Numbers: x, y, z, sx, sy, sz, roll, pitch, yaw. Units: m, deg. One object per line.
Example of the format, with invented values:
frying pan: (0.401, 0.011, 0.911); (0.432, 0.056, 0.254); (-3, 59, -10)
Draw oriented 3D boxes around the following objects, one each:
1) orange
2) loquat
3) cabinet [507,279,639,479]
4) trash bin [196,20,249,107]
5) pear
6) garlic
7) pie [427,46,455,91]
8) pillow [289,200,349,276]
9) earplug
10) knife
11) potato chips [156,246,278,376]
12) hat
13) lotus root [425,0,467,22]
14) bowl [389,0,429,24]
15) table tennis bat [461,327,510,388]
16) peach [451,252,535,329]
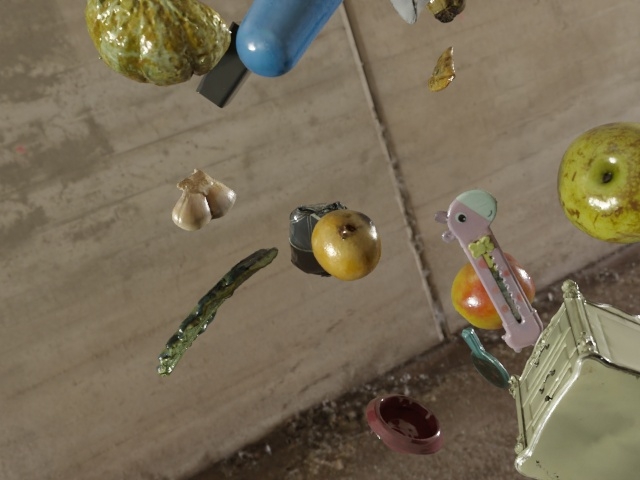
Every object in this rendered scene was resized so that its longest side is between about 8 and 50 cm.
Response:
orange: (-0.424, -0.508, 1.777); (0.368, 0.271, 0.210); (12, 62, 2)
loquat: (0.053, 0.009, 1.435); (0.163, 0.163, 0.137); (4, 54, 57)
cabinet: (0.534, 0.291, 1.389); (0.227, 0.290, 0.318); (21, 25, 2)
trash bin: (-0.252, -0.508, 2.040); (0.225, 0.115, 0.165); (-55, 8, 16)
pear: (0.647, -0.120, 1.498); (0.283, 0.284, 0.283); (-18, 14, 5)
garlic: (-0.288, -0.090, 1.695); (0.174, 0.124, 0.099); (-46, -7, -33)
pie: (0.290, -0.399, 1.671); (0.092, 0.034, 0.170); (-44, 22, 37)
pillow: (0.000, 0.000, 1.800); (0.161, 0.335, 0.093); (1, 59, 0)
earplug: (-0.037, -0.377, 1.104); (0.273, 0.132, 0.132); (-59, 27, -11)
knife: (0.372, 0.073, 1.481); (0.132, 0.399, 0.038); (-26, 21, 14)
potato chips: (-0.269, 0.171, 1.822); (0.358, 0.070, 0.429); (-49, 0, 41)
hat: (0.204, 0.465, 1.737); (0.205, 0.089, 0.205); (15, 27, -8)
lotus root: (0.356, -0.724, 1.979); (0.138, 0.214, 0.138); (8, 0, 0)
bowl: (0.197, -0.686, 1.605); (0.157, 0.346, 0.345); (-29, 14, 4)
table tennis bat: (0.425, 0.307, 1.830); (0.033, 0.201, 0.124); (-41, 21, -19)
peach: (0.488, 0.143, 1.989); (0.231, 0.231, 0.231); (-18, 14, 5)
